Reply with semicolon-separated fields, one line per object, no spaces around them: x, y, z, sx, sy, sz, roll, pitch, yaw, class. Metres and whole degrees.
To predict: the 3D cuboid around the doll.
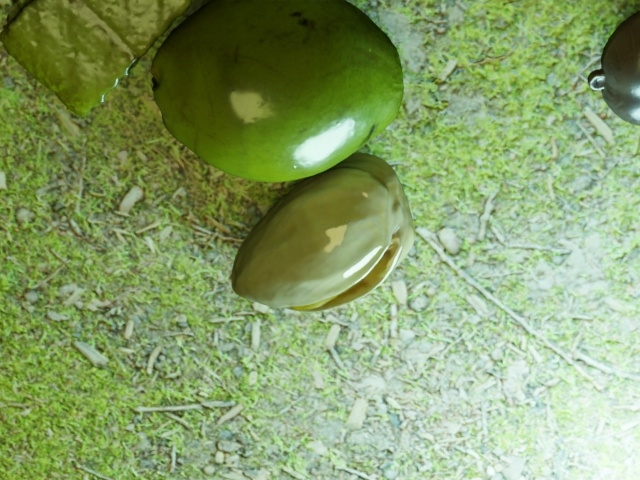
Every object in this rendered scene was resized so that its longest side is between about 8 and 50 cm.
0.376;-0.185;1.880;0.188;0.096;0.145;0;136;-22;doll

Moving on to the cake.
-0.207;-0.267;1.846;0.156;0.179;0.260;42;111;-15;cake

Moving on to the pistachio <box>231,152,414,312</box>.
0.000;0.000;1.981;0.229;0.157;0.157;-35;108;27;pistachio

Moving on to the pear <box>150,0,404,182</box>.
-0.044;-0.166;1.862;0.269;0.212;0.212;-3;118;-11;pear
